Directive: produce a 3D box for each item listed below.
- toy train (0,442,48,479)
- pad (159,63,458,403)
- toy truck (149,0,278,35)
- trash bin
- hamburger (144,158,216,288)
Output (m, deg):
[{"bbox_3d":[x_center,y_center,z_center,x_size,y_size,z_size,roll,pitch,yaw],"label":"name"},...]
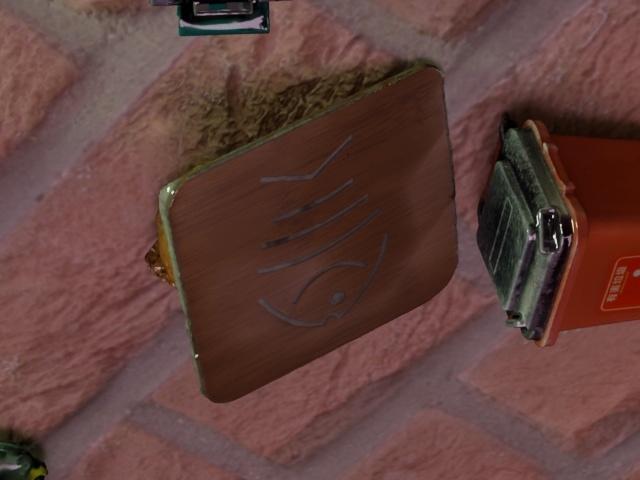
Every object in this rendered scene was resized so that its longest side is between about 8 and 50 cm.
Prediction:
[{"bbox_3d":[-0.462,0.269,1.941,0.272,0.179,0.442,-22,139,22],"label":"toy train"},{"bbox_3d":[0.000,0.000,1.763,0.286,0.018,0.284,-25,135,-18],"label":"pad"},{"bbox_3d":[-0.081,-0.269,1.523,0.114,0.124,0.253,-3,131,-2],"label":"toy truck"},{"bbox_3d":[0.269,-0.019,1.759,0.239,0.184,0.161,-3,134,-16],"label":"trash bin"},{"bbox_3d":[-0.083,-0.006,1.793,0.138,0.083,0.147,18,125,-20],"label":"hamburger"}]
